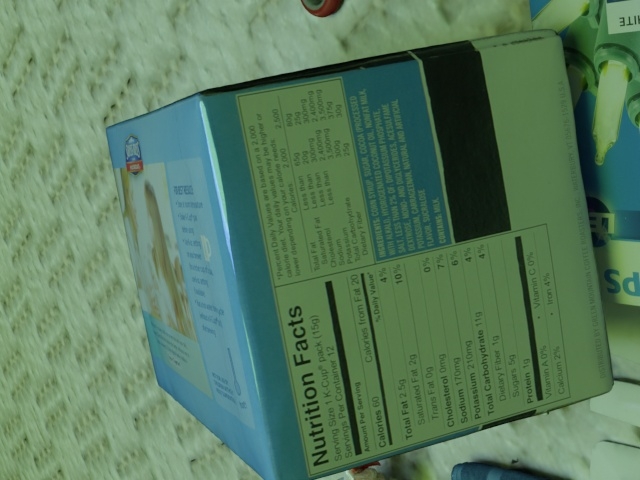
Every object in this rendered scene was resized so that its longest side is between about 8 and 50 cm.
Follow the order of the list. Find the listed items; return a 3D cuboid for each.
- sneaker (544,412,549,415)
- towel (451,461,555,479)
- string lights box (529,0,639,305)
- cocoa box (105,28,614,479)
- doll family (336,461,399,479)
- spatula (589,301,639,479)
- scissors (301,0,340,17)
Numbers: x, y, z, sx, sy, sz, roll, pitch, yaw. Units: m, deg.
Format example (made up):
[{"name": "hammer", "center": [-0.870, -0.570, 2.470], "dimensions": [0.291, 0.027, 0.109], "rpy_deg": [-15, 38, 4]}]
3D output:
[{"name": "sneaker", "center": [0.167, 0.084, 0.794], "dimensions": [0.043, 0.040, 0.109], "rpy_deg": [27, 129, 28]}, {"name": "towel", "center": [0.156, 0.217, 0.862], "dimensions": [0.119, 0.029, 0.067], "rpy_deg": [-2, 101, 56]}, {"name": "string lights box", "center": [0.203, -0.093, 0.630], "dimensions": [0.133, 0.076, 0.260], "rpy_deg": [5, 108, 54]}, {"name": "cocoa box", "center": [0.000, 0.000, 0.751], "dimensions": [0.347, 0.227, 0.232], "rpy_deg": [-173, 71, -70]}, {"name": "doll family", "center": [0.082, 0.311, 0.957], "dimensions": [0.163, 0.118, 0.263], "rpy_deg": [124, 141, -56]}, {"name": "spatula", "center": [0.268, 0.131, 0.684], "dimensions": [0.242, 0.019, 0.168], "rpy_deg": [13, 108, 51]}, {"name": "scissors", "center": [-0.026, -0.331, 0.920], "dimensions": [0.109, 0.021, 0.297], "rpy_deg": [-35, 73, 57]}]
